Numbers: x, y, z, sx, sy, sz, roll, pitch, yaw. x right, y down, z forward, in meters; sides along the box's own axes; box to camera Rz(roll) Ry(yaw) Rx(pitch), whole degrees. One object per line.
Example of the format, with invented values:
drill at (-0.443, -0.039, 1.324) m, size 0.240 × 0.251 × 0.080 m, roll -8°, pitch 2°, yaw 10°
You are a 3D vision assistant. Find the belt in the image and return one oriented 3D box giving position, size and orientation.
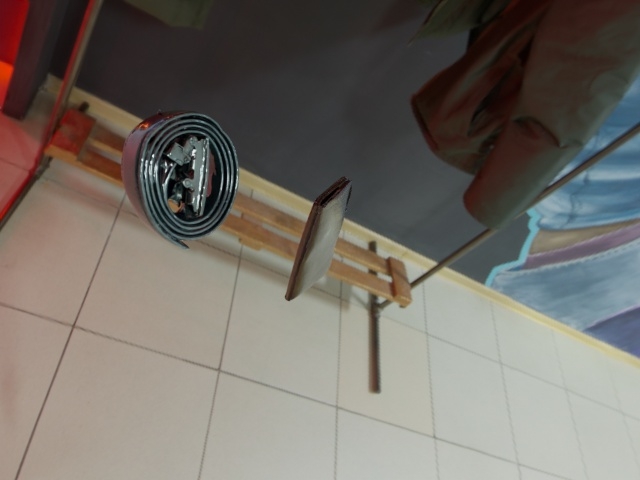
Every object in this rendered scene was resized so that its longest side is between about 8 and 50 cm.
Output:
belt at (-0.258, -0.111, 1.040) m, size 0.206 × 0.116 × 0.267 m, roll -15°, pitch 112°, yaw -37°

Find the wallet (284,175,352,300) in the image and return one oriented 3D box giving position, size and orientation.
wallet at (0.000, 0.000, 1.049) m, size 0.031 × 0.255 × 0.137 m, roll 33°, pitch 42°, yaw 17°
